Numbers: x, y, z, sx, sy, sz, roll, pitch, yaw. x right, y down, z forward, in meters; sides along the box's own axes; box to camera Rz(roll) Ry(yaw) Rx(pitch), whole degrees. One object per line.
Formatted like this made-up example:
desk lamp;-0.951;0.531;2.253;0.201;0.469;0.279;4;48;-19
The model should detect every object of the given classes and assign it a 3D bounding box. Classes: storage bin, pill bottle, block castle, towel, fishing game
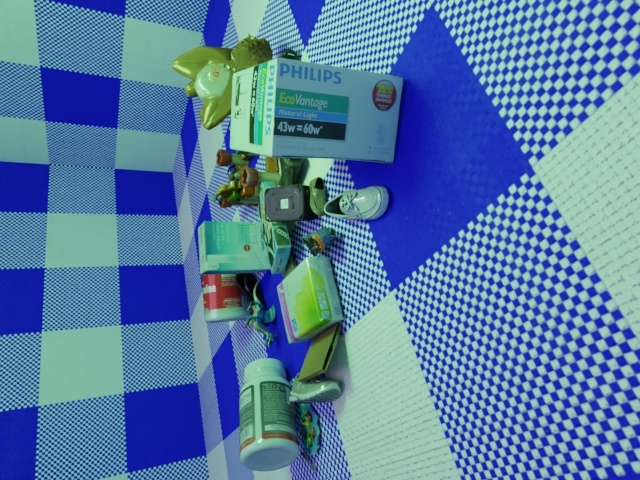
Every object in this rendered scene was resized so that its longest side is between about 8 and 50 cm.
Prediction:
storage bin;-0.107;-0.130;1.598;0.180;0.084;0.122;-2;89;36
pill bottle;-0.200;0.643;1.686;0.363;0.210;0.210;-102;27;-49
block castle;-0.363;-0.327;2.028;0.453;0.212;0.303;-20;73;61
towel;-0.134;0.087;1.791;0.110;0.027;0.148;-65;35;38
pill bottle;-0.470;0.192;2.221;0.229;0.228;0.408;-27;66;60
fishing game;-0.052;0.684;1.626;0.189;0.041;0.264;-174;84;-65

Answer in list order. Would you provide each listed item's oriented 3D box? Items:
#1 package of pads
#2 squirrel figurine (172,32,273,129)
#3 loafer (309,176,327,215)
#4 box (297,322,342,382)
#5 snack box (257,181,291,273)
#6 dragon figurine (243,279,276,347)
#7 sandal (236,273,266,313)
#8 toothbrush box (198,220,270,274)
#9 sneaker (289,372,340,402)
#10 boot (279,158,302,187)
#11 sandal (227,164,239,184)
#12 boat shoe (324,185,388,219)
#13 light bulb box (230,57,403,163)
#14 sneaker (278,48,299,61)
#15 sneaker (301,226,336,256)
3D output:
package of pads;-0.042;0.204;1.540;0.296;0.101;0.229;-44;53;53
squirrel figurine;-0.331;-0.624;1.785;0.281;0.397;0.370;55;-174;0
loafer;-0.007;-0.152;1.515;0.050;0.056;0.148;125;137;-57
box;-0.005;0.369;1.461;0.201;0.021;0.164;-45;18;53
snack box;-0.188;-0.053;1.773;0.187;0.060;0.322;109;150;-52
dragon figurine;-0.245;0.323;1.942;0.085;0.144;0.289;122;158;-48
sandal;-0.313;0.227;2.074;0.255;0.097;0.055;56;139;32
toothbrush box;-0.371;0.033;1.958;0.126;0.295;0.217;-21;71;60
sneaker;-0.030;0.485;1.514;0.281;0.105;0.115;-31;50;52
boot;-0.139;-0.262;1.742;0.263;0.091;0.229;-112;26;-48
sandal;-0.461;-0.363;2.379;0.219;0.060;0.090;-39;56;56
boat shoe;0.096;-0.099;1.287;0.258;0.084;0.095;-18;74;61
light bulb box;-0.029;-0.342;1.232;0.361;0.357;0.225;28;117;61
sneaker;-0.152;-0.607;1.750;0.108;0.100;0.272;-119;39;-52
sneaker;0.000;0.000;1.491;0.083;0.087;0.221;61;167;-6
